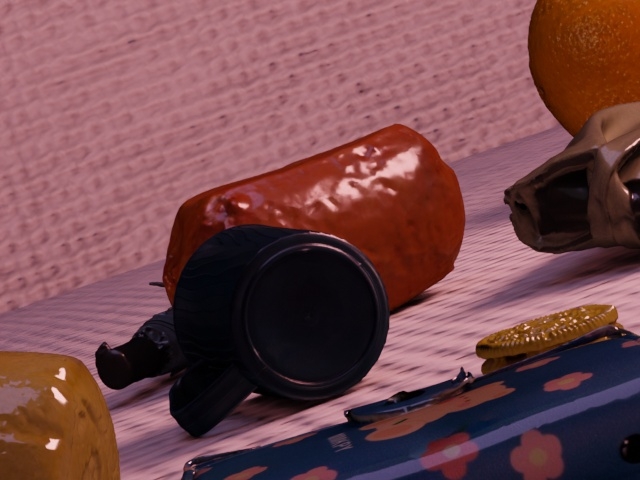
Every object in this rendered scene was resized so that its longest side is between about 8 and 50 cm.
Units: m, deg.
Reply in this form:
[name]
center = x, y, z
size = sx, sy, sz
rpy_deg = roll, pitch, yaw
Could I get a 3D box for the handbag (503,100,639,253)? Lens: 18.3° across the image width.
[handbag]
center = 0.303, -0.067, 1.463
size = 0.315, 0.109, 0.253
rpy_deg = -8, 13, 36

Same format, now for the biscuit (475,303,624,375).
[biscuit]
center = 0.129, 0.056, 1.118
size = 0.084, 0.023, 0.084
rpy_deg = -18, 4, 1

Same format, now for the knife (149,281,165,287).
[knife]
center = -0.062, 0.048, 1.707
size = 0.170, 0.010, 0.023
rpy_deg = 7, 8, -5

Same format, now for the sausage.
[sausage]
center = 0.000, 0.001, 1.603
size = 0.268, 0.141, 0.153
rpy_deg = -23, 6, -29

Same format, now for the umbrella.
[umbrella]
center = -0.114, 0.083, 1.659
size = 0.053, 0.052, 0.250
rpy_deg = 19, 16, 17

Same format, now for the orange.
[orange]
center = 0.349, -0.204, 2.047
size = 0.274, 0.274, 0.274
rpy_deg = -18, 4, 1

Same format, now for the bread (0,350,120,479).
[bread]
center = -0.143, 0.109, 0.926
size = 0.086, 0.125, 0.156
rpy_deg = 0, 2, 6

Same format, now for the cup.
[cup]
center = -0.030, 0.063, 1.299
size = 0.113, 0.150, 0.138
rpy_deg = 17, -5, -17

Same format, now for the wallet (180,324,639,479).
[wallet]
center = 0.043, 0.090, 0.784
size = 0.202, 0.059, 0.141
rpy_deg = -18, 2, -3
